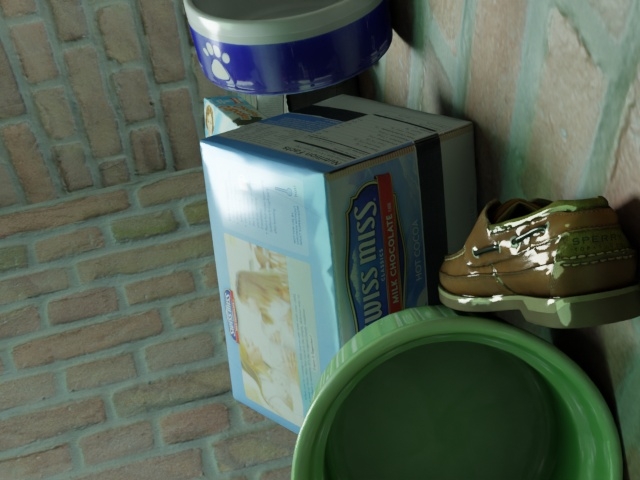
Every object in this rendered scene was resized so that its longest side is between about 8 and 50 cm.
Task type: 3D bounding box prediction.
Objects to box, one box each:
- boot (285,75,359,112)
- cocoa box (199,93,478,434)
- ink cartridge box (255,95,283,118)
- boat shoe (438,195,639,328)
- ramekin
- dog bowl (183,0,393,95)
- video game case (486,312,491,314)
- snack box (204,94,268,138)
[{"bbox_3d":[0.015,-0.266,1.672,0.223,0.118,0.338,-149,42,-72],"label":"boot"},{"bbox_3d":[0.029,0.034,1.268,0.231,0.228,0.347,19,122,46],"label":"cocoa box"},{"bbox_3d":[-0.074,-0.160,1.687,0.223,0.045,0.223,93,173,-74],"label":"ink cartridge box"},{"bbox_3d":[0.188,0.010,0.969,0.307,0.111,0.104,179,81,-72],"label":"boat shoe"},{"bbox_3d":[0.122,0.207,1.057,0.148,0.304,0.303,-104,2,-81],"label":"ramekin"},{"bbox_3d":[-0.040,-0.297,1.421,0.265,0.265,0.104,-114,11,-54],"label":"dog bowl"},{"bbox_3d":[0.179,0.103,1.440,0.274,0.026,0.196,148,108,-83],"label":"video game case"},{"bbox_3d":[-0.090,-0.076,1.511,0.322,0.060,0.187,-137,43,-61],"label":"snack box"}]
